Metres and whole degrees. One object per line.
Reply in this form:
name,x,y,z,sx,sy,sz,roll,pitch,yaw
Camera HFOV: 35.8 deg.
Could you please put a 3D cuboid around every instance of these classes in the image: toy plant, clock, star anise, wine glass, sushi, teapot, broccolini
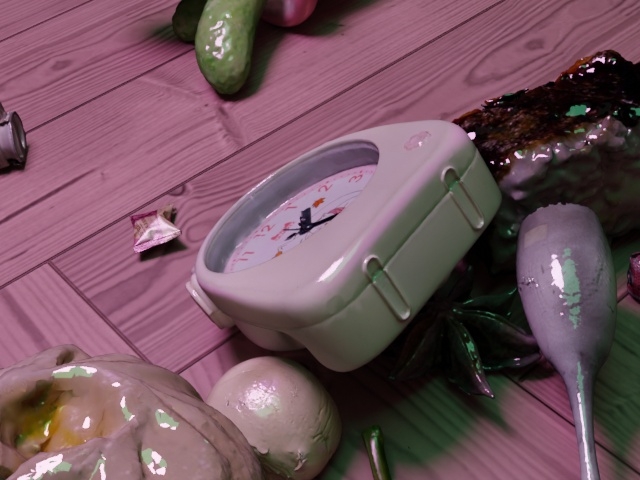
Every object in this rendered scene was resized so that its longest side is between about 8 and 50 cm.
toy plant,-0.120,-0.411,1.430,0.356,0.210,0.317,-41,93,-18
clock,0.000,0.000,0.997,0.265,0.109,0.324,-48,25,-25
star anise,0.119,0.093,0.982,0.204,0.061,0.181,3,36,5
wine glass,0.178,0.070,0.830,0.096,0.264,0.310,-22,48,31
sushi,0.287,-0.102,1.078,0.343,0.196,0.182,-20,51,-13
teapot,-0.488,-0.134,1.274,0.200,0.107,0.077,-8,40,-2
broccolini,0.074,0.253,0.833,0.051,0.054,0.239,18,32,-26

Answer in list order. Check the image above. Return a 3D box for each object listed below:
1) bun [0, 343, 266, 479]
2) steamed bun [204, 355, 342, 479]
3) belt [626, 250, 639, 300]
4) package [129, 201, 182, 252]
bun,-0.213,0.230,0.761,0.365,0.219,0.365,-8,41,7
steamed bun,-0.046,0.158,0.914,0.130,0.091,0.112,16,46,23
belt,0.434,0.021,1.030,0.232,0.053,0.071,-4,51,3
package,-0.196,-0.018,1.170,0.059,0.029,0.083,-20,33,-4
